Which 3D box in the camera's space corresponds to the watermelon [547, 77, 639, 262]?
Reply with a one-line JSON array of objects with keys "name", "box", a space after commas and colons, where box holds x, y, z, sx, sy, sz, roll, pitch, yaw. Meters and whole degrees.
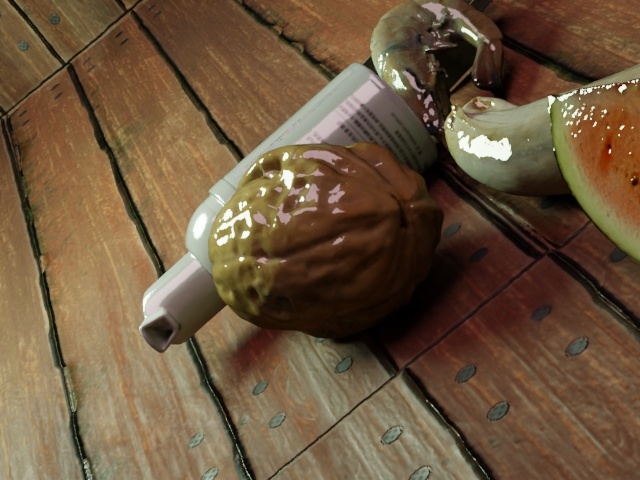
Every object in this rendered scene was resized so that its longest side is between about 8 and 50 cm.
[{"name": "watermelon", "box": [0.326, -0.064, 1.271, 0.128, 0.159, 0.303, -17, 7, -30]}]

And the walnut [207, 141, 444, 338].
[{"name": "walnut", "box": [0.000, 0.000, 1.573, 0.245, 0.198, 0.198, -11, 35, 44]}]

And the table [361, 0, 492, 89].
[{"name": "table", "box": [0.151, -0.254, 1.985, 0.175, 0.062, 0.146, -47, 23, -14]}]

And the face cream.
[{"name": "face cream", "box": [-0.054, -0.022, 1.752, 0.369, 0.145, 0.145, -40, 22, -6]}]

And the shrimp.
[{"name": "shrimp", "box": [0.147, -0.191, 1.833, 0.145, 0.059, 0.254, -25, 47, -4]}]

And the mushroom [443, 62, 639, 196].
[{"name": "mushroom", "box": [0.251, -0.104, 1.492, 0.351, 0.095, 0.123, -7, 64, 47]}]
